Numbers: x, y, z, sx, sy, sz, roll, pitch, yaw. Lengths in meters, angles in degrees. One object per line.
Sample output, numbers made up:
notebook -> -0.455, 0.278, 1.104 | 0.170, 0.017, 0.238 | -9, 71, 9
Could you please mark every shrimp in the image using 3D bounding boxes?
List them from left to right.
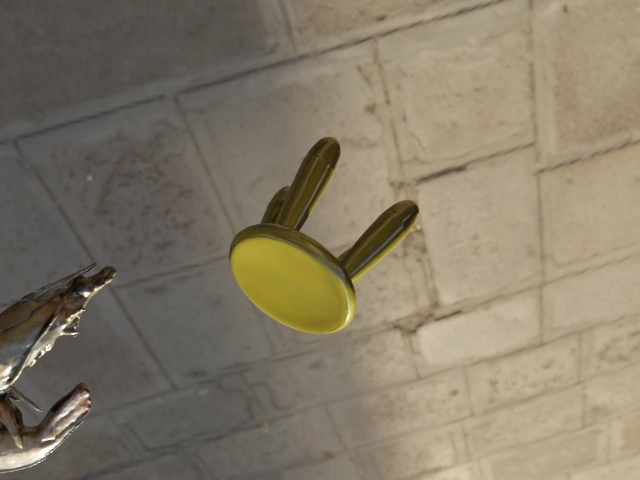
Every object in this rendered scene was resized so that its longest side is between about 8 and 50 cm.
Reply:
shrimp -> -0.270, 0.123, 0.941 | 0.251, 0.052, 0.143 | -41, 116, 8

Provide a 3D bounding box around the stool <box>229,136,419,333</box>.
stool -> 0.000, 0.000, 0.805 | 0.134, 0.110, 0.135 | 7, 134, 31
